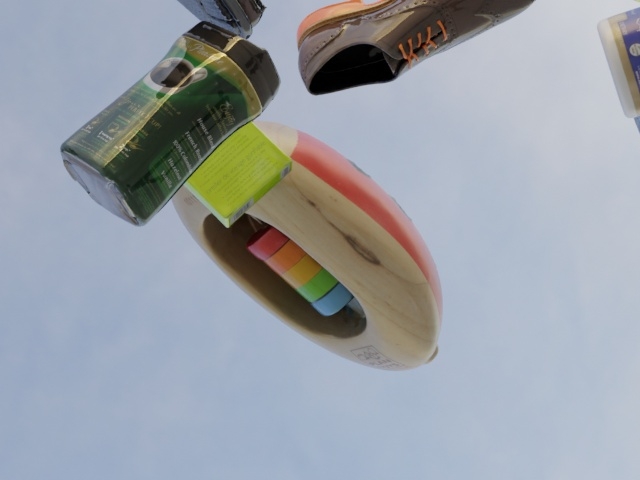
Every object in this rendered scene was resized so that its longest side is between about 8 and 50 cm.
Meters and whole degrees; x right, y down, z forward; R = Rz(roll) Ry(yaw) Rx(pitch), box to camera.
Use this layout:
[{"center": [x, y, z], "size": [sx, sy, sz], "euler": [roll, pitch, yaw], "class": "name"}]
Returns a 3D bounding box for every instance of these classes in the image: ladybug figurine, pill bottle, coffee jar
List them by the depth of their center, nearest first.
[{"center": [-0.123, -0.103, 1.086], "size": [0.184, 0.096, 0.079], "euler": [-46, -40, -18], "class": "coffee jar"}, {"center": [0.395, -0.208, 1.351], "size": [0.112, 0.187, 0.112], "euler": [-18, -90, -77], "class": "pill bottle"}, {"center": [0.000, 0.000, 1.720], "size": [0.449, 0.305, 0.162], "euler": [44, -121, -16], "class": "ladybug figurine"}]

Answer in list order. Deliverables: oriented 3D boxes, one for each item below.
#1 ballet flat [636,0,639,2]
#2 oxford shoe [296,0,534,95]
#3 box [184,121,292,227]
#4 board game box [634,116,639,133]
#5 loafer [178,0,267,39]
[{"center": [0.243, -0.216, 0.947], "size": [0.231, 0.077, 0.077], "euler": [-12, -82, -49], "class": "ballet flat"}, {"center": [0.105, -0.215, 1.349], "size": [0.098, 0.271, 0.097], "euler": [-90, -26, -43], "class": "oxford shoe"}, {"center": [-0.132, -0.114, 1.501], "size": [0.109, 0.178, 0.042], "euler": [-43, -11, -14], "class": "box"}, {"center": [0.461, -0.174, 1.512], "size": [0.060, 0.194, 0.194], "euler": [67, -163, 0], "class": "board game box"}, {"center": [-0.138, -0.304, 1.099], "size": [0.302, 0.109, 0.095], "euler": [46, -107, -27], "class": "loafer"}]
